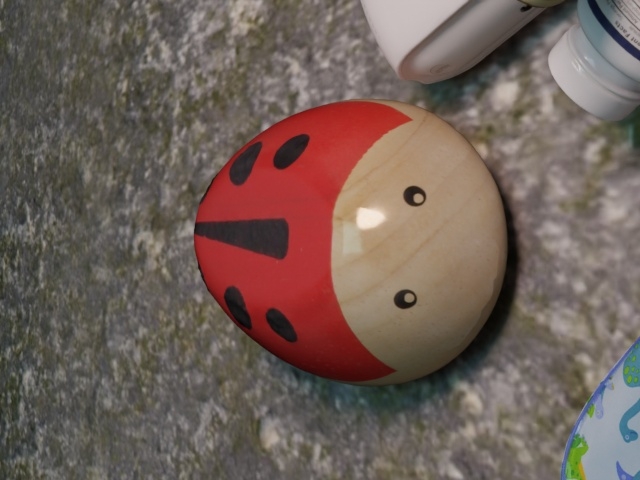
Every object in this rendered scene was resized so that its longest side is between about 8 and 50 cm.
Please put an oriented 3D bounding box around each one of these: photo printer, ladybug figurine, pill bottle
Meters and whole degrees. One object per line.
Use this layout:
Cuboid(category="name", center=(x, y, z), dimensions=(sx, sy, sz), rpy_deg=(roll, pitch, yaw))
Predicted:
Cuboid(category="photo printer", center=(0.140, -0.312, 1.077), dimensions=(0.307, 0.107, 0.256), rpy_deg=(-36, 60, 48))
Cuboid(category="ladybug figurine", center=(0.000, 0.000, 1.209), dimensions=(0.449, 0.162, 0.305), rpy_deg=(-1, 88, 55))
Cuboid(category="pill bottle", center=(0.265, -0.184, 0.887), dimensions=(0.186, 0.112, 0.112), rpy_deg=(-51, 49, 41))

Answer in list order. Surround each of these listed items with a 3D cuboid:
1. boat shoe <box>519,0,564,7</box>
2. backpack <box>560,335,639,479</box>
Cuboid(category="boat shoe", center=(0.207, -0.286, 0.857), dimensions=(0.285, 0.105, 0.089), rpy_deg=(-55, 1, -30))
Cuboid(category="backpack", center=(0.317, 0.106, 0.706), dimensions=(0.290, 0.273, 0.355), rpy_deg=(52, 143, 26))
